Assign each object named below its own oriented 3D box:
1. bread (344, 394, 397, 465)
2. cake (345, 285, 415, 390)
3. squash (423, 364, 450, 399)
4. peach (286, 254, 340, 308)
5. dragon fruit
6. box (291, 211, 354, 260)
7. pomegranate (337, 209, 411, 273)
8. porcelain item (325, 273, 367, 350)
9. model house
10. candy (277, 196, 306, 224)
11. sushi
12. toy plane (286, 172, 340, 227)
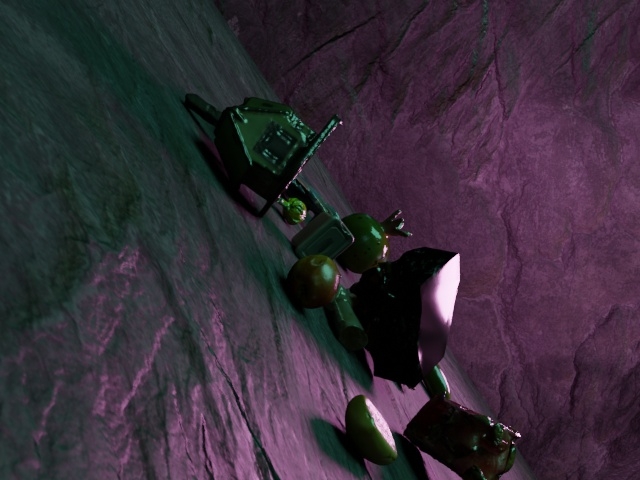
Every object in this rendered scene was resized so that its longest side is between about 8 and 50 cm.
[{"bbox_3d":[0.068,0.284,1.132,0.115,0.056,0.082,56,9,-43],"label":"bread"},{"bbox_3d":[0.165,0.223,1.852,0.295,0.113,0.116,61,9,-10],"label":"cake"},{"bbox_3d":[0.313,0.372,2.256,0.258,0.069,0.069,60,8,26],"label":"squash"},{"bbox_3d":[-0.009,0.071,1.371,0.100,0.101,0.100,55,8,-11],"label":"peach"},{"bbox_3d":[0.286,0.382,1.469,0.211,0.147,0.282,38,-11,-11],"label":"dragon fruit"},{"bbox_3d":[0.000,0.000,1.680,0.089,0.122,0.062,51,-3,-35],"label":"box"},{"bbox_3d":[0.146,-0.005,2.209,0.181,0.224,0.181,63,3,-5],"label":"pomegranate"},{"bbox_3d":[0.040,0.133,1.588,0.084,0.054,0.213,54,8,-37],"label":"porcelain item"},{"bbox_3d":[-0.142,-0.216,1.471,0.279,0.205,0.218,38,-28,-6],"label":"model house"},{"bbox_3d":[-0.100,-0.095,1.734,0.194,0.058,0.062,35,52,-44],"label":"candy"},{"bbox_3d":[0.169,0.148,1.656,0.215,0.212,0.227,-28,124,-53],"label":"sushi"},{"bbox_3d":[-0.034,-0.112,1.986,0.326,0.104,0.223,63,10,14],"label":"toy plane"}]
